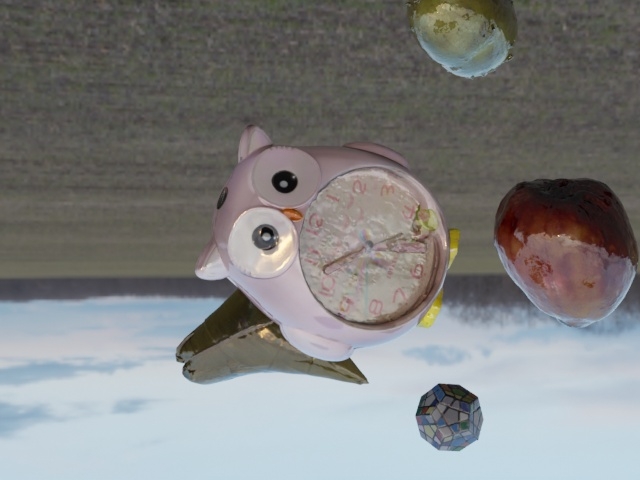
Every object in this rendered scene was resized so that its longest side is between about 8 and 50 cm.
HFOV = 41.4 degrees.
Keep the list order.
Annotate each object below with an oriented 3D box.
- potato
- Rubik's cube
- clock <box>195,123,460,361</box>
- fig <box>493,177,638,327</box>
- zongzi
[{"bbox_3d":[0.318,-0.492,1.917,0.219,0.270,0.359,-43,177,23],"label":"potato"},{"bbox_3d":[0.206,0.282,1.354,0.111,0.111,0.093,-1,165,3],"label":"Rubik's cube"},{"bbox_3d":[0.000,0.000,1.396,0.376,0.369,0.250,22,170,-20],"label":"clock"},{"bbox_3d":[0.399,0.009,1.366,0.224,0.263,0.224,-40,-171,8],"label":"fig"},{"bbox_3d":[-0.097,0.234,1.586,0.274,0.300,0.145,-43,162,10],"label":"zongzi"}]
